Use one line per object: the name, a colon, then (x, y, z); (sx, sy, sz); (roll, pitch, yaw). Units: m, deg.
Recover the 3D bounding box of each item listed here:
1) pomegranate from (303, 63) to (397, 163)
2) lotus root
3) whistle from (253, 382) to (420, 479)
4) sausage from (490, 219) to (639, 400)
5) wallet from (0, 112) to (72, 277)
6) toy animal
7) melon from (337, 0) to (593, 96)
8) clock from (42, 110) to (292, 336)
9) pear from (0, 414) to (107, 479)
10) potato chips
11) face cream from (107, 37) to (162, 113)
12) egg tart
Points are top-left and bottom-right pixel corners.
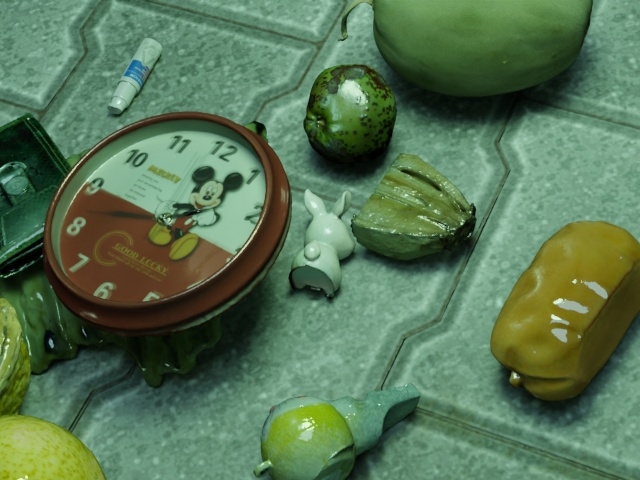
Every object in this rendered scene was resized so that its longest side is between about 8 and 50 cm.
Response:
pomegranate: (0.039, -0.174, 1.871); (0.125, 0.138, 0.163); (-1, 20, -1)
lotus root: (0.127, -0.026, 1.784); (0.144, 0.070, 0.143); (27, 57, 29)
whistle: (0.015, 0.217, 1.612); (0.223, 0.123, 0.123); (-25, 55, -25)
sausage: (0.298, 0.082, 1.652); (0.136, 0.120, 0.241); (16, 59, 35)
wallet: (-0.405, -0.067, 1.826); (0.160, 0.055, 0.236); (-33, 52, -10)
toy animal: (0.002, 0.004, 1.781); (0.071, 0.085, 0.124); (0, 48, 30)
melon: (0.207, -0.316, 1.862); (0.308, 0.272, 0.272); (2, 53, -17)
clock: (-0.188, -0.021, 1.690); (0.318, 0.080, 0.318); (-9, 53, 12)
pear: (-0.348, 0.317, 1.513); (0.271, 0.271, 0.271); (-4, 55, 6)
potato chips: (-0.239, -0.005, 1.809); (0.373, 0.097, 0.389); (0, 58, 20)
face cream: (-0.271, -0.236, 2.009); (0.034, 0.034, 0.130); (15, 59, 18)
egg tart: (-0.433, 0.184, 1.695); (0.232, 0.098, 0.252); (-29, 41, 24)
